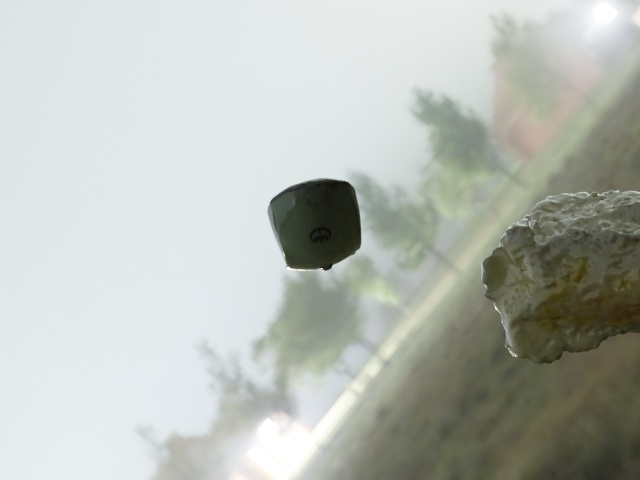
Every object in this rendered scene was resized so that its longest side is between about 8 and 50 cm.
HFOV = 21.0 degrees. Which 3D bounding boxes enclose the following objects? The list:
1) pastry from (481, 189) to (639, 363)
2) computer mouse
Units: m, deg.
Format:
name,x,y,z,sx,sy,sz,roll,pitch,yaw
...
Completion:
name,x,y,z,sx,sy,sz,roll,pitch,yaw
pastry,0.243,0.023,1.195,0.258,0.121,0.089,-5,17,23
computer mouse,0.000,0.000,1.073,0.056,0.032,0.110,-15,-27,-1
